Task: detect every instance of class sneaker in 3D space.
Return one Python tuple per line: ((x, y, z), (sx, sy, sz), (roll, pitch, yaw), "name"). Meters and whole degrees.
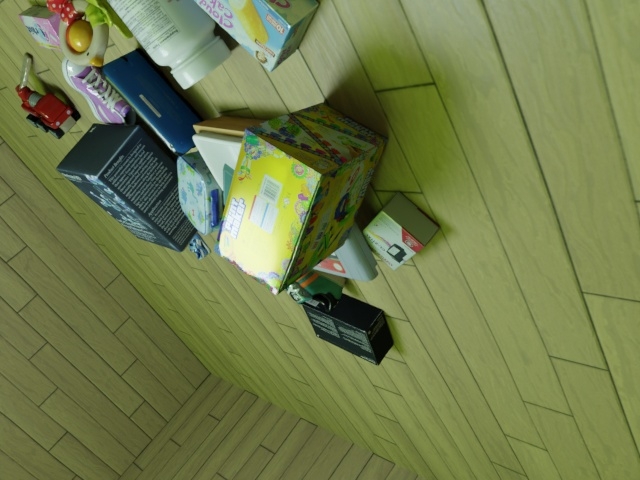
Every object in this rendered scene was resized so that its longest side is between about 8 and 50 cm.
((-0.070, 0.118, 1.743), (0.302, 0.121, 0.108), (23, 161, -17), "sneaker")
((-0.495, 0.014, 2.337), (0.053, 0.059, 0.144), (5, 135, 53), "sneaker")
((-0.658, -0.456, 1.815), (0.161, 0.102, 0.282), (23, 159, 25), "sneaker")

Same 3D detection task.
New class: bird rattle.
((-0.596, -0.542, 1.467), (0.254, 0.143, 0.207), (19, 103, 19), "bird rattle")

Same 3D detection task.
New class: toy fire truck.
((-1.017, -0.525, 2.151), (0.217, 0.158, 0.246), (27, 160, 28), "toy fire truck")

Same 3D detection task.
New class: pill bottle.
((-0.327, -0.478, 1.258), (0.160, 0.160, 0.283), (-2, 131, 54), "pill bottle")

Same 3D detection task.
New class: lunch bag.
((-0.341, -0.136, 1.721), (0.176, 0.090, 0.219), (42, 140, 38), "lunch bag")

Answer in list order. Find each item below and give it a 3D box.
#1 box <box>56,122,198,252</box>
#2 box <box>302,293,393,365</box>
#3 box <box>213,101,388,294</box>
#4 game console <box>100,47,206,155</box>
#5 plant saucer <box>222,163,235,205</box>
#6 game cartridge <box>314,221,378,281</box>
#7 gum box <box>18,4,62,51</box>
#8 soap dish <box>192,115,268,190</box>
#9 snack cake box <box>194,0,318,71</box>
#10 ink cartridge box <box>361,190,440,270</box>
((-0.599, -0.174, 1.949), (0.293, 0.212, 0.395), (13, 153, 44), "box")
((0.087, 0.269, 1.901), (0.261, 0.103, 0.184), (20, 143, 36), "box")
((-0.039, -0.093, 1.213), (0.177, 0.279, 0.290), (33, 124, 17), "box")
((-0.464, -0.354, 1.629), (0.173, 0.250, 0.293), (-33, 106, 35), "game console")
((-0.230, -0.128, 1.554), (0.067, 0.018, 0.192), (37, 154, 10), "plant saucer")
((0.006, -0.001, 1.514), (0.294, 0.060, 0.196), (10, 132, 52), "game cartridge")
((-0.813, -0.636, 1.772), (0.188, 0.062, 0.107), (21, 147, 35), "gum box")
((-0.170, -0.205, 1.508), (0.291, 0.118, 0.229), (16, 144, 41), "soap dish")
((-0.145, -0.467, 1.111), (0.264, 0.089, 0.152), (43, 153, -2), "snack cake box")
((0.177, -0.017, 1.380), (0.127, 0.072, 0.175), (40, 153, 2), "ink cartridge box")
